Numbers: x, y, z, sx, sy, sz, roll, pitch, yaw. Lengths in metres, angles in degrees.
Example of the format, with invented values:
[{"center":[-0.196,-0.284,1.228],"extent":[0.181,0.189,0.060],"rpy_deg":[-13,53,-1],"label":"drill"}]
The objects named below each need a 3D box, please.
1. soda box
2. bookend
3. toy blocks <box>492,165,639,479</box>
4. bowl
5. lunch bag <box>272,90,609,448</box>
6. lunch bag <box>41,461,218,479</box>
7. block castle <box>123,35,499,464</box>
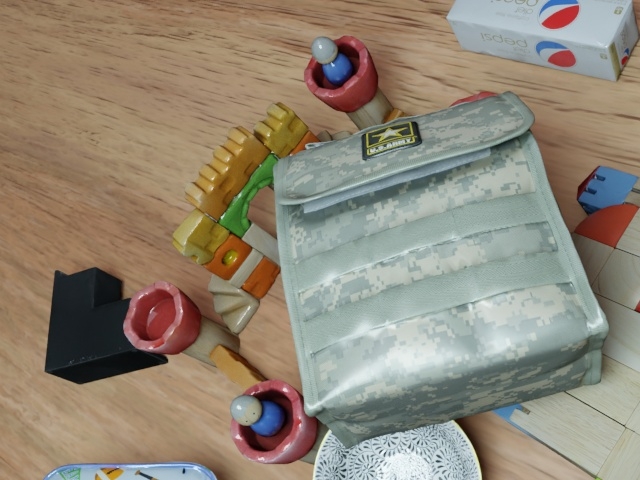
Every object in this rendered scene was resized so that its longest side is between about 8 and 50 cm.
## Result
[{"center":[0.269,-0.262,0.957],"extent":[0.216,0.074,0.069],"rpy_deg":[22,79,35],"label":"soda box"},{"center":[-0.298,0.106,1.101],"extent":[0.156,0.072,0.157],"rpy_deg":[-17,60,21],"label":"bookend"},{"center":[0.286,0.073,0.750],"extent":[0.261,0.191,0.381],"rpy_deg":[28,83,47],"label":"toy blocks"},{"center":[0.083,0.250,0.808],"extent":[0.170,0.080,0.170],"rpy_deg":[-5,72,14],"label":"bowl"},{"center":[0.089,0.002,0.681],"extent":[0.235,0.169,0.287],"rpy_deg":[-16,59,9],"label":"lunch bag"},{"center":[-0.210,0.391,0.832],"extent":[0.243,0.115,0.303],"rpy_deg":[1,50,0],"label":"lunch bag"},{"center":[0.000,0.000,0.899],"extent":[0.303,0.213,0.453],"rpy_deg":[34,87,36],"label":"block castle"}]
